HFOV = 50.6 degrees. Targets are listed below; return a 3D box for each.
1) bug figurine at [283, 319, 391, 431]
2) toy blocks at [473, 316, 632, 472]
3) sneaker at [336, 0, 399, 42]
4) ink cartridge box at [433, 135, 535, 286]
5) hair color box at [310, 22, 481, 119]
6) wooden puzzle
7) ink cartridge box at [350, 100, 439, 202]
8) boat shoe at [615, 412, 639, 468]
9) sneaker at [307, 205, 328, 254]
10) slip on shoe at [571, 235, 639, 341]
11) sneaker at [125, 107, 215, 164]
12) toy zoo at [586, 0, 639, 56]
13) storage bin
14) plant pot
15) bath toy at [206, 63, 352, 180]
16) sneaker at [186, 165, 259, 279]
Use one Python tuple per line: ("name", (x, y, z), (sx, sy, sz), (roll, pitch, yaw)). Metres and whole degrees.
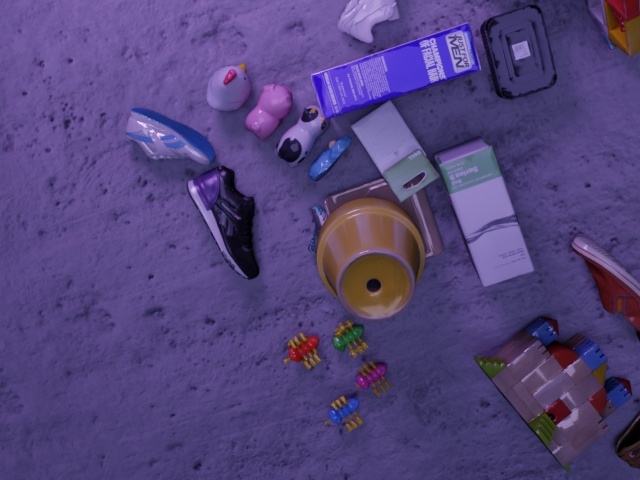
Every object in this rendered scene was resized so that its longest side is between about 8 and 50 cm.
("bug figurine", (0.049, 0.327, 1.709), (0.216, 0.072, 0.279), (-32, 94, 6))
("toy blocks", (0.579, 0.338, 1.619), (0.261, 0.191, 0.381), (-40, 98, 2))
("sneaker", (0.137, -0.540, 1.484), (0.115, 0.090, 0.232), (31, 114, -9))
("ink cartridge box", (0.358, -0.068, 1.504), (0.121, 0.211, 0.289), (-20, 101, 10))
("hair color box", (0.161, -0.363, 1.466), (0.338, 0.185, 0.110), (-17, 101, 11))
("wooden puzzle", (0.152, -0.038, 1.626), (0.238, 0.044, 0.221), (-19, 101, 6))
("ink cartridge box", (0.170, -0.202, 1.546), (0.109, 0.062, 0.209), (-33, 89, 6))
("boat shoe", (0.831, 0.427, 1.628), (0.104, 0.111, 0.307), (25, 105, -2))
("sneaker", (0.000, 0.000, 1.639), (0.076, 0.065, 0.167), (-16, 100, 15))
("slip on shoe", (0.692, 0.121, 1.569), (0.331, 0.123, 0.101), (44, 108, -10))
("sneaker", (-0.356, -0.231, 1.613), (0.228, 0.087, 0.092), (27, 112, 6))
("toy zoo", (0.572, -0.496, 1.342), (0.030, 0.192, 0.293), (-25, 136, 11))
("storage bin", (0.431, -0.409, 1.477), (0.122, 0.084, 0.180), (-16, 103, 10))
("plant pot", (0.113, 0.056, 1.497), (0.254, 0.239, 0.254), (0, 109, 1))
("bath toy", (-0.098, -0.289, 1.543), (0.348, 0.129, 0.151), (35, 71, -4))
("sneaker", (-0.201, -0.043, 1.630), (0.124, 0.107, 0.283), (-28, 100, 6))
